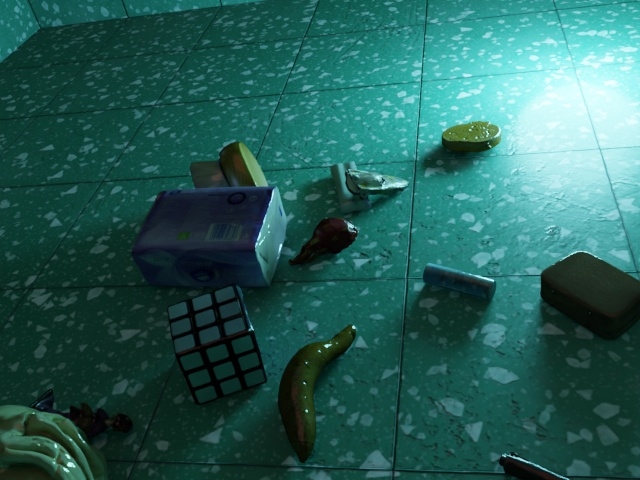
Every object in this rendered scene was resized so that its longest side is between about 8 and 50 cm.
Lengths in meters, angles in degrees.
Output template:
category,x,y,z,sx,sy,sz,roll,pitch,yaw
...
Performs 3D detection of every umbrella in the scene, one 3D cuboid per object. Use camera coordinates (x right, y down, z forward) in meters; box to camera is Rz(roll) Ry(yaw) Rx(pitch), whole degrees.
category,x,y,z,sx,sy,sz,roll,pitch,yaw
umbrella,0.363,0.393,1.130,0.133,0.031,0.036,17,45,33

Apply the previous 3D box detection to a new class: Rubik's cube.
category,x,y,z,sx,sy,sz,roll,pitch,yaw
Rubik's cube,-0.214,0.214,1.408,0.163,0.162,0.160,-19,38,-7

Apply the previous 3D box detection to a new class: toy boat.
category,x,y,z,sx,sy,sz,roll,pitch,yaw
toy boat,0.156,-0.152,1.816,0.210,0.066,0.084,-4,43,-33

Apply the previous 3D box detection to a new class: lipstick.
category,x,y,z,sx,sy,sz,roll,pitch,yaw
lipstick,0.309,0.091,1.509,0.158,0.048,0.048,15,46,30

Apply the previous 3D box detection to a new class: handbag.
category,x,y,z,sx,sy,sz,roll,pitch,yaw
handbag,0.566,0.105,1.403,0.151,0.072,0.193,-31,40,-22

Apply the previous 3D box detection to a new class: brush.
category,x,y,z,sx,sy,sz,roll,pitch,yaw
brush,-0.237,-0.133,1.867,0.166,0.174,0.266,-30,61,7

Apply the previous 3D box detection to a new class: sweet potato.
category,x,y,z,sx,sy,sz,roll,pitch,yaw
sweet potato,-0.023,0.281,1.347,0.108,0.079,0.346,26,44,1

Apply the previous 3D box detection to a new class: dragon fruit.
category,x,y,z,sx,sy,sz,roll,pitch,yaw
dragon fruit,0.000,0.000,1.682,0.191,0.094,0.094,-25,38,3

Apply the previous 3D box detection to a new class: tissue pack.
category,x,y,z,sx,sy,sz,roll,pitch,yaw
tissue pack,-0.274,-0.007,1.702,0.339,0.160,0.242,-1,44,17

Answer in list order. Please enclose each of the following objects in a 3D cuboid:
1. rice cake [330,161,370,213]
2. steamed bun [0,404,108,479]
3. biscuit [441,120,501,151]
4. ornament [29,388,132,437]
category,x,y,z,sx,sy,sz,roll,pitch,yaw
rice cake,0.080,-0.151,1.881,0.080,0.042,0.221,-14,37,1
steamed bun,-0.470,0.422,1.156,0.203,0.275,0.289,-12,12,-18
biscuit,0.438,-0.294,1.958,0.170,0.050,0.170,-7,30,4
ornament,-0.477,0.363,1.376,0.203,0.088,0.081,4,15,1
